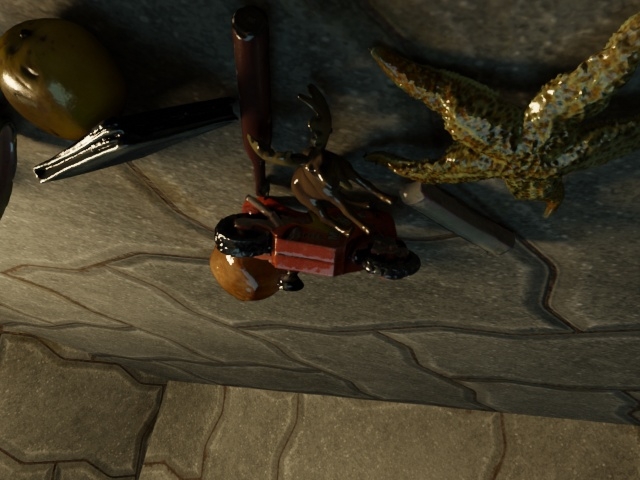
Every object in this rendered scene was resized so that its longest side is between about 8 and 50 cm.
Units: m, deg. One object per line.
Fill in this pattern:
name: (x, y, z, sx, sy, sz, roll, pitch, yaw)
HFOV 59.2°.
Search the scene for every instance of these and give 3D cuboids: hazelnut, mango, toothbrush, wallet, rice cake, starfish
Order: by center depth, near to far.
starfish: (0.206, -0.114, 0.558, 0.348, 0.078, 0.357, 16, 157, -2)
mango: (-0.287, -0.166, 0.628, 0.137, 0.098, 0.195, 30, 156, -12)
wallet: (-0.218, -0.116, 0.663, 0.222, 0.036, 0.167, -11, -167, 42)
toothbrush: (-0.076, -0.135, 0.675, 0.041, 0.040, 0.364, 12, 158, 0)
rice cake: (0.195, -0.031, 0.792, 0.207, 0.036, 0.047, 25, 141, -27)
hazelnut: (-0.112, 0.029, 0.979, 0.151, 0.150, 0.150, 10, 157, 4)

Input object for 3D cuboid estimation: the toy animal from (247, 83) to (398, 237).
toy animal: (-0.001, -0.082, 0.682, 0.186, 0.093, 0.214, 42, 166, -9)

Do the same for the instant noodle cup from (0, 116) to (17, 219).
instant noodle cup: (-0.523, -0.109, 0.786, 0.153, 0.204, 0.205, 9, 159, -20)

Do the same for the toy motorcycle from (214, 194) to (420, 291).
toy motorcycle: (0.000, 0.000, 0.819, 0.299, 0.171, 0.089, 10, 121, 12)
